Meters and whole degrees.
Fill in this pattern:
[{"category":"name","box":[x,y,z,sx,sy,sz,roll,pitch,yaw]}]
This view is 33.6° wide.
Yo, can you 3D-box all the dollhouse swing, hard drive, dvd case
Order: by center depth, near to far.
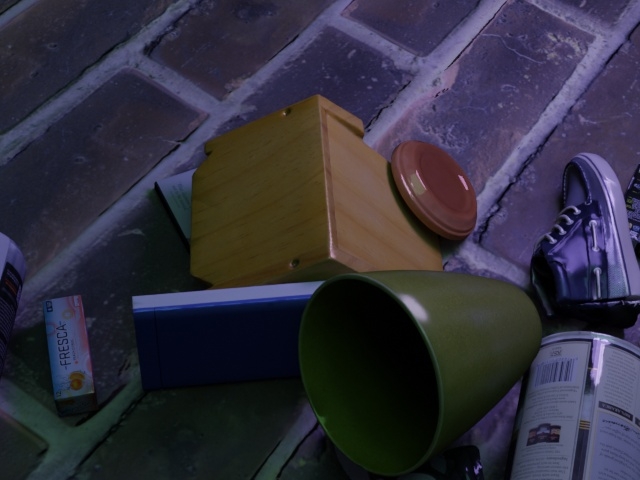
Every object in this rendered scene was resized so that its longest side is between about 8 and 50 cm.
[{"category":"hard drive","box":[-0.112,0.143,1.581,0.319,0.210,0.040,-4,51,-8]},{"category":"dollhouse swing","box":[0.000,0.000,1.746,0.315,0.305,0.346,-21,49,18]},{"category":"dvd case","box":[-0.141,-0.073,1.858,0.253,0.022,0.180,-20,57,-19]}]

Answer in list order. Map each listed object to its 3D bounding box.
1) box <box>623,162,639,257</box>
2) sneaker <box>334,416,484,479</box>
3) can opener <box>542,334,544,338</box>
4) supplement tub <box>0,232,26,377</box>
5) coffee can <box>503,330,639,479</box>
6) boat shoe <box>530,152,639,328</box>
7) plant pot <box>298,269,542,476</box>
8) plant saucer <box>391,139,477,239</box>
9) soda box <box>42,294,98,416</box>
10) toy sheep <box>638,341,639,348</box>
[{"category":"box","box":[0.625,-0.033,1.884,0.191,0.045,0.184,23,52,13]},{"category":"sneaker","box":[0.136,0.324,1.545,0.153,0.101,0.268,-5,32,-35]},{"category":"can opener","box":[0.268,0.161,1.696,0.186,0.059,0.073,9,54,1]},{"category":"supplement tub","box":[-0.556,0.141,1.556,0.194,0.193,0.316,3,53,-3]},{"category":"coffee can","box":[0.372,0.298,1.514,0.202,0.201,0.275,15,53,6]},{"category":"boat shoe","box":[0.428,-0.012,1.794,0.158,0.127,0.340,2,53,-13]},{"category":"plant pot","box":[0.168,0.151,1.484,0.294,0.274,0.275,-14,53,-39]},{"category":"plant saucer","box":[0.205,-0.094,1.827,0.200,0.037,0.200,30,41,-29]},{"category":"soda box","box":[-0.385,0.176,1.628,0.063,0.058,0.183,-9,54,-11]},{"category":"toy sheep","box":[0.560,0.189,1.687,0.132,0.091,0.091,1,53,-12]}]
